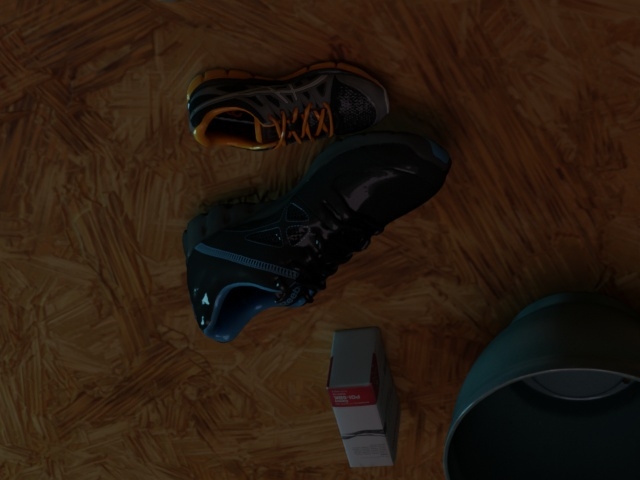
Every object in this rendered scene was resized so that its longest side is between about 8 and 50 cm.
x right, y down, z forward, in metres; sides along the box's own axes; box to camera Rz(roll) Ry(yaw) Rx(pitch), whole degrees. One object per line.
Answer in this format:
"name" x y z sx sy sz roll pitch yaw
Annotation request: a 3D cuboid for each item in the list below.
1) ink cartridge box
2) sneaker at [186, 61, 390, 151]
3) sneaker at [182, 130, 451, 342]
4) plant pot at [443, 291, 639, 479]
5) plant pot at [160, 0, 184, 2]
"ink cartridge box" 0.051 0.184 2.079 0.056 0.099 0.135 -6 128 13
"sneaker" -0.035 -0.128 1.840 0.215 0.083 0.084 -3 128 9
"sneaker" 0.000 0.000 1.892 0.341 0.139 0.125 -28 138 31
"plant pot" 0.286 0.181 1.980 0.293 0.196 0.293 3 130 4
"plant pot" -0.126 -0.320 1.621 0.205 0.188 0.205 4 130 5
